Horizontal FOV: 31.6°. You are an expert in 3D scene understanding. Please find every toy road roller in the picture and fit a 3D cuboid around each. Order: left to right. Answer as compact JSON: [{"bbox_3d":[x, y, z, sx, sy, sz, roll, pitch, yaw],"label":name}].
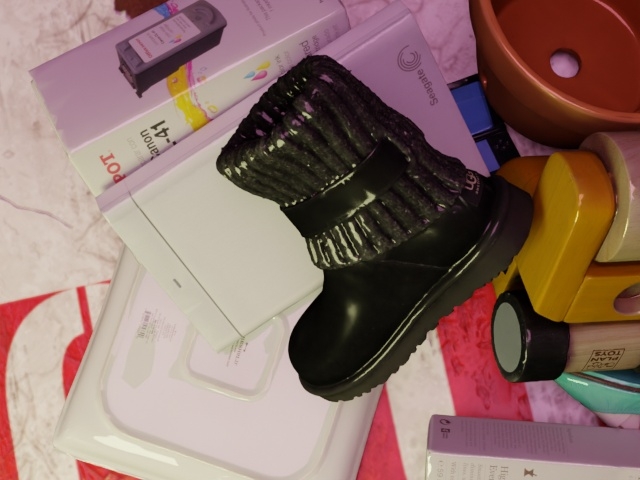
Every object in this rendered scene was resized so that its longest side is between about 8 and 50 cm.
[{"bbox_3d":[0.276,-0.022,1.125,0.202,0.330,0.241,-2,51,-13],"label":"toy road roller"}]

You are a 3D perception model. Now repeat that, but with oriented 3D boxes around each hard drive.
[{"bbox_3d":[-0.017,-0.055,1.159,0.353,0.233,0.047,-33,40,0],"label":"hard drive"}]

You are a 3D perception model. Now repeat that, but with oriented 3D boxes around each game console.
[{"bbox_3d":[0.151,-0.113,1.261,0.122,0.071,0.107,-20,46,3],"label":"game console"}]

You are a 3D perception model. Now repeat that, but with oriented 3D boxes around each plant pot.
[{"bbox_3d":[0.284,-0.223,1.182,0.290,0.203,0.291,1,74,-5],"label":"plant pot"}]

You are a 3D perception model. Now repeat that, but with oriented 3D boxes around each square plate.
[{"bbox_3d":[-0.094,0.122,1.266,0.344,0.049,0.347,17,84,7],"label":"square plate"}]

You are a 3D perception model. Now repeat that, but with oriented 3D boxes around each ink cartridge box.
[{"bbox_3d":[-0.112,-0.139,1.188,0.306,0.226,0.131,-30,58,-6],"label":"ink cartridge box"}]

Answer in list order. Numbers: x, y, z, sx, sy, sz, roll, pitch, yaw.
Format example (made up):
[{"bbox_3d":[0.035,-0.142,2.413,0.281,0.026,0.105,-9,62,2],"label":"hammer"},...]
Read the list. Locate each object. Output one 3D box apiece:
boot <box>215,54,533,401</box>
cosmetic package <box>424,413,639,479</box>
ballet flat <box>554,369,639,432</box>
[{"bbox_3d":[0.001,-0.003,1.078,0.260,0.131,0.348,28,128,-19],"label":"boot"},{"bbox_3d":[0.225,0.257,1.183,0.231,0.085,0.117,3,112,7],"label":"cosmetic package"},{"bbox_3d":[0.359,0.176,1.206,0.247,0.083,0.087,5,101,8],"label":"ballet flat"}]
